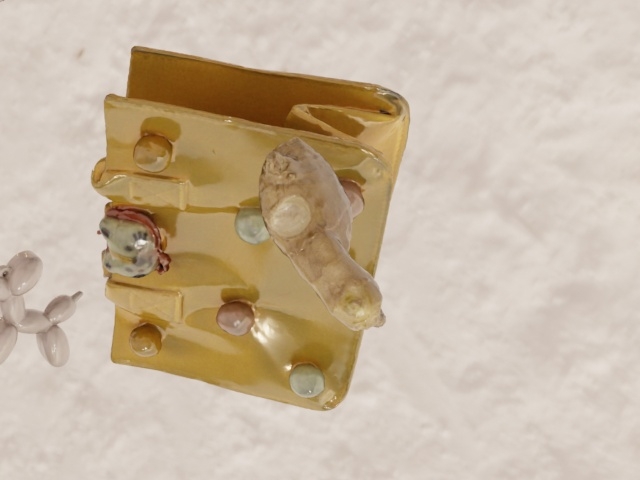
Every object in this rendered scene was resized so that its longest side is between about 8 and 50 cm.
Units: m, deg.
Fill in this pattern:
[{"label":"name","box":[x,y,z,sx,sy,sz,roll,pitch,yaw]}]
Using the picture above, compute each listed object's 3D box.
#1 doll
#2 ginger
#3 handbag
[{"label":"doll","box":[-0.397,0.092,1.688,0.059,0.161,0.160,33,112,51]},{"label":"ginger","box":[0.002,0.000,0.997,0.067,0.096,0.165,-29,81,11]},{"label":"handbag","box":[-0.082,0.007,1.249,0.283,0.401,0.133,12,47,1]}]
